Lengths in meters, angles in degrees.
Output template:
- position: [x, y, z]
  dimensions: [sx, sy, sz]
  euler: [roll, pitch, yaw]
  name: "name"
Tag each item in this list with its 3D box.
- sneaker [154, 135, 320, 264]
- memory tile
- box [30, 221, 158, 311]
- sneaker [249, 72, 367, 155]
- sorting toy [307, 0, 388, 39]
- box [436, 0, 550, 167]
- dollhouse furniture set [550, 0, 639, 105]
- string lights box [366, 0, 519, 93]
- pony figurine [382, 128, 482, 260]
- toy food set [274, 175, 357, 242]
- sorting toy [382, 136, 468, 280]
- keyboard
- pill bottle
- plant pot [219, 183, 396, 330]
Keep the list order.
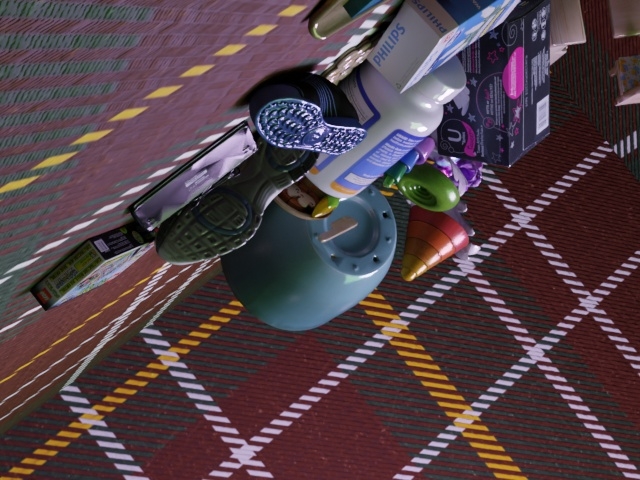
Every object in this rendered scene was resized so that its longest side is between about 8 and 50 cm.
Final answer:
- position: [-0.124, -0.059, 1.798]
  dimensions: [0.297, 0.111, 0.129]
  euler: [-40, -174, -28]
  name: "sneaker"
- position: [0.024, -0.238, 1.778]
  dimensions: [0.148, 0.012, 0.113]
  euler: [-39, 178, 41]
  name: "memory tile"
- position: [-0.298, 0.029, 1.693]
  dimensions: [0.114, 0.036, 0.207]
  euler: [-39, 178, 17]
  name: "box"
- position: [-0.028, -0.170, 1.573]
  dimensions: [0.081, 0.090, 0.232]
  euler: [-38, 157, 19]
  name: "sneaker"
- position: [0.138, -0.326, 1.329]
  dimensions: [0.307, 0.041, 0.229]
  euler: [-37, 178, -38]
  name: "sorting toy"
- position: [0.282, -0.271, 2.054]
  dimensions: [0.142, 0.247, 0.163]
  euler: [14, -147, 32]
  name: "box"
- position: [0.582, -0.453, 2.385]
  dimensions: [0.394, 0.362, 0.256]
  euler: [-8, 177, -5]
  name: "dollhouse furniture set"
- position: [0.192, -0.324, 1.775]
  dimensions: [0.260, 0.077, 0.133]
  euler: [-38, 172, -36]
  name: "string lights box"
- position: [0.209, -0.180, 2.316]
  dimensions: [0.363, 0.351, 0.303]
  euler: [-38, 147, -19]
  name: "pony figurine"
- position: [-0.029, -0.084, 1.972]
  dimensions: [0.038, 0.192, 0.132]
  euler: [-56, 167, 31]
  name: "toy food set"
- position: [0.156, -0.043, 2.128]
  dimensions: [0.126, 0.127, 0.365]
  euler: [-56, 153, -20]
  name: "sorting toy"
- position: [-0.169, -0.086, 1.641]
  dimensions: [0.192, 0.038, 0.100]
  euler: [-37, 155, -10]
  name: "keyboard"
- position: [0.091, -0.196, 1.919]
  dimensions: [0.272, 0.152, 0.152]
  euler: [-39, 178, 34]
  name: "pill bottle"
- position: [0.000, 0.000, 2.241]
  dimensions: [0.293, 0.293, 0.235]
  euler: [-37, -173, -32]
  name: "plant pot"
